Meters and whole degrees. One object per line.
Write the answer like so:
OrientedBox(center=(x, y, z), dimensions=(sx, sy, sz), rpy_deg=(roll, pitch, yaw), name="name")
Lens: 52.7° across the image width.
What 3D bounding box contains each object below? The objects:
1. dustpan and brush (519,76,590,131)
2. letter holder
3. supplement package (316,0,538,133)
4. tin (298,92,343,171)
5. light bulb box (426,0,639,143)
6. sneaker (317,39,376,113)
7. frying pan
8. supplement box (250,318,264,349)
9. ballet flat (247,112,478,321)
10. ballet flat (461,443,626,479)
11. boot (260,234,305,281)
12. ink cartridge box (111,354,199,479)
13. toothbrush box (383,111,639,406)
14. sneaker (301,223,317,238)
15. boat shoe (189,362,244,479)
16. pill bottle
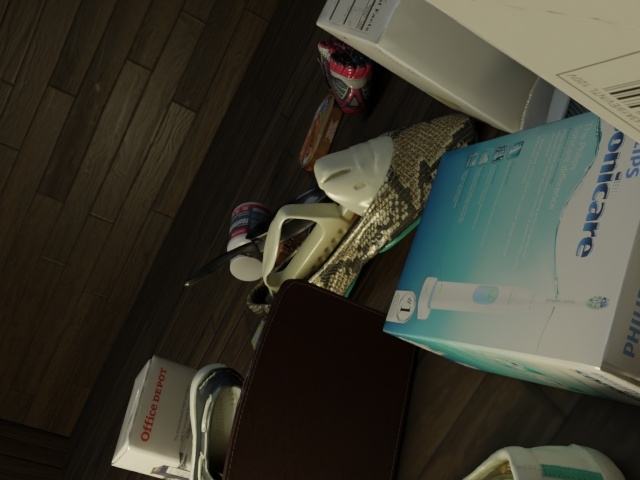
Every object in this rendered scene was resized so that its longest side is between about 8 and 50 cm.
OrientedBox(center=(0.280, -0.186, 0.721), dimensions=(0.147, 0.060, 0.211), rpy_deg=(-18, 51, 63), name="dustpan and brush")
OrientedBox(center=(-0.026, 0.226, 0.807), dimensions=(0.152, 0.214, 0.302), rpy_deg=(-29, 42, 58), name="letter holder")
OrientedBox(center=(0.169, -0.279, 0.776), dimensions=(0.204, 0.261, 0.145), rpy_deg=(-62, 36, 11), name="supplement package")
OrientedBox(center=(0.003, -0.249, 1.498), dimensions=(0.190, 0.040, 0.106), rpy_deg=(-69, 17, -8), name="tin")
OrientedBox(center=(0.294, -0.219, 0.306), dimensions=(0.225, 0.358, 0.361), rpy_deg=(7, 73, 66), name="light bulb box")
OrientedBox(center=(0.053, -0.368, 1.406), dimensions=(0.299, 0.120, 0.112), rpy_deg=(-89, 0, -61), name="sneaker")
OrientedBox(center=(-0.071, -0.018, 1.105), dimensions=(0.197, 0.053, 0.326), rpy_deg=(-24, 15, 35), name="frying pan")
OrientedBox(center=(-0.084, 0.180, 1.220), dimensions=(0.083, 0.056, 0.083), rpy_deg=(-63, 21, 9), name="supplement box")
OrientedBox(center=(0.028, -0.023, 0.988), dimensions=(0.483, 0.182, 0.164), rpy_deg=(-52, 23, 32), name="ballet flat")
OrientedBox(center=(0.089, 0.291, 0.579), dimensions=(0.400, 0.139, 0.139), rpy_deg=(-52, 25, 34), name="ballet flat")
OrientedBox(center=(-0.088, 0.058, 1.370), dimensions=(0.158, 0.059, 0.084), rpy_deg=(-61, 16, -12), name="boot")
OrientedBox(center=(-0.222, 0.330, 1.138), dimensions=(0.100, 0.237, 0.172), rpy_deg=(-46, 28, 43), name="ink cartridge box")
OrientedBox(center=(0.208, 0.016, 0.589), dimensions=(0.295, 0.126, 0.216), rpy_deg=(-9, 59, 67), name="toothbrush box")
OrientedBox(center=(0.000, 0.000, 1.197), dimensions=(0.170, 0.063, 0.075), rpy_deg=(6, 67, 63), name="sneaker")
OrientedBox(center=(-0.143, 0.345, 0.995), dimensions=(0.091, 0.114, 0.303), rpy_deg=(12, 114, 62), name="boat shoe")
OrientedBox(center=(-0.166, 0.003, 1.537), dimensions=(0.108, 0.108, 0.180), rpy_deg=(-50, 26, 36), name="pill bottle")
